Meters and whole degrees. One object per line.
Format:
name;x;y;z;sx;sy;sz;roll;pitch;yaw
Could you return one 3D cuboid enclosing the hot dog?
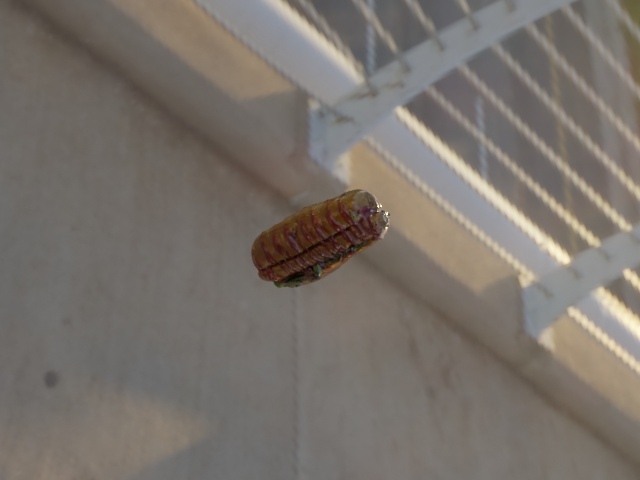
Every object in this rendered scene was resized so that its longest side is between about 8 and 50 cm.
hot dog;0.000;0.001;1.166;0.062;0.144;0.038;53;37;-17
